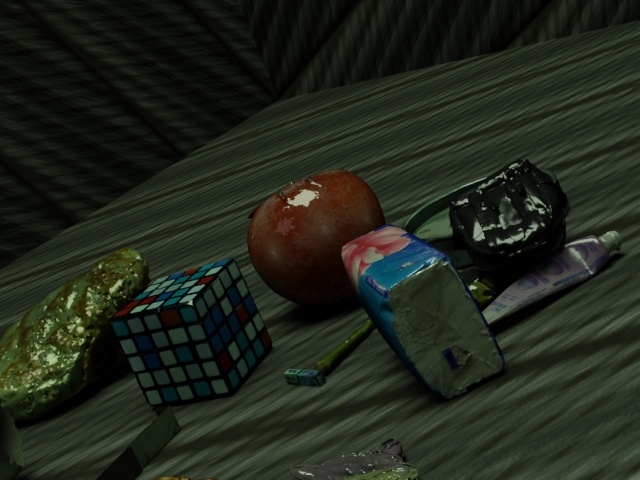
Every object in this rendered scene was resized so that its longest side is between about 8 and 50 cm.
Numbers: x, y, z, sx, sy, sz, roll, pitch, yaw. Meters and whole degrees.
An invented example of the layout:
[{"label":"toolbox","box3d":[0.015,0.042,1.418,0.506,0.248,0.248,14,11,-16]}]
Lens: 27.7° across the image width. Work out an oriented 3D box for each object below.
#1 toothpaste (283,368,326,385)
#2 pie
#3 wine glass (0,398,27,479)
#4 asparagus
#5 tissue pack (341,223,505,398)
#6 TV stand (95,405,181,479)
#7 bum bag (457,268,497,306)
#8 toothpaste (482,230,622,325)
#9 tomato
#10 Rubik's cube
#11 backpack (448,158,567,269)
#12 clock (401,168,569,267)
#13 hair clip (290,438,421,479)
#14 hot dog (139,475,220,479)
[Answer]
[{"label":"toothpaste","box3d":[-0.026,0.222,2.097,0.083,0.020,0.017,-4,28,48]},{"label":"pie","box3d":[-0.499,0.186,2.576,0.418,0.180,0.395,-33,19,-10]},{"label":"wine glass","box3d":[-0.654,0.370,2.097,0.323,0.238,0.238,-32,16,0]},{"label":"asparagus","box3d":[0.065,0.157,2.180,0.025,0.024,0.248,0,25,38]},{"label":"tissue pack","box3d":[0.143,0.104,1.936,0.137,0.209,0.270,-33,18,-6]},{"label":"TV stand","box3d":[-0.305,0.345,2.021,0.040,0.049,0.256,-13,19,34]},{"label":"bum bag","box3d":[0.208,0.081,2.169,0.232,0.060,0.107,4,39,49]},{"label":"toothpaste","box3d":[0.354,0.067,2.049,0.301,0.048,0.075,-30,28,-17]},{"label":"tomato","box3d":[0.000,0.000,2.390,0.265,0.265,0.265,-21,16,6]},{"label":"Rubik's cube","box3d":[-0.223,0.161,2.260,0.187,0.184,0.182,-13,18,27]},{"label":"backpack","box3d":[0.312,-0.033,2.148,0.206,0.133,0.258,-27,27,7]},{"label":"clock","box3d":[0.306,-0.044,2.437,0.319,0.066,0.319,-20,16,6]},{"label":"hair clip","box3d":[0.040,0.315,1.650,0.187,0.056,0.146,-23,22,-11]},{"label":"hot dog","box3d":[-0.234,0.371,1.759,0.253,0.069,0.131,-11,16,21]}]
